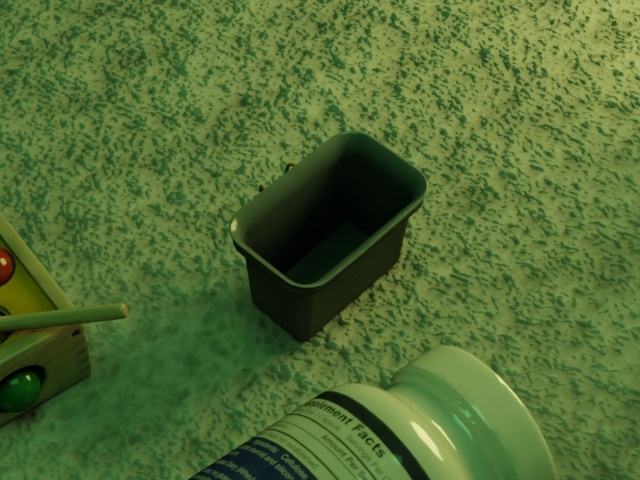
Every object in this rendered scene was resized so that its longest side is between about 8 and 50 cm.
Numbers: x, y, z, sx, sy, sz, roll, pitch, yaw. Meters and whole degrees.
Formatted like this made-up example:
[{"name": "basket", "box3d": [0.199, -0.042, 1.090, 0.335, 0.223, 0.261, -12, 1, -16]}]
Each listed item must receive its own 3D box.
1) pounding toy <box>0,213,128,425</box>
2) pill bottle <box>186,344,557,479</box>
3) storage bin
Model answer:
[{"name": "pounding toy", "box3d": [-0.216, 0.058, 1.061, 0.130, 0.100, 0.141, -30, 59, -22]}, {"name": "pill bottle", "box3d": [0.003, 0.180, 0.943, 0.265, 0.153, 0.153, -30, 59, -23]}, {"name": "storage bin", "box3d": [0.000, 0.000, 1.120, 0.098, 0.091, 0.135, 37, 59, 23]}]
